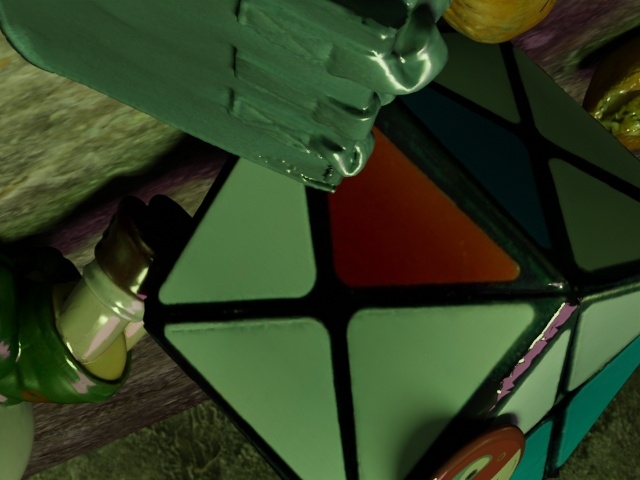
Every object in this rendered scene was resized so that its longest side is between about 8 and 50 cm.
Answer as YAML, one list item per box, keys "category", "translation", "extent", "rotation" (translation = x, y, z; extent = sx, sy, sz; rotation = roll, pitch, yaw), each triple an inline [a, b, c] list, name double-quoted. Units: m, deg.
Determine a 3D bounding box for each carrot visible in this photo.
- category: "carrot"
  translation: [0.093, -0.173, 0.910]
  extent: [0.078, 0.078, 0.298]
  rotation: [-24, 167, -3]

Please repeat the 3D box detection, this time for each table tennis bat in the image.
- category: "table tennis bat"
  translation: [0.093, 0.156, 1.136]
  extent: [0.098, 0.019, 0.154]
  rotation: [-45, 153, -1]

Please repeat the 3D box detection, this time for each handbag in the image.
- category: "handbag"
  translation: [-0.039, -0.092, 0.692]
  extent: [0.229, 0.179, 0.062]
  rotation: [105, 11, -78]

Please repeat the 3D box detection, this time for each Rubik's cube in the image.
- category: "Rubik's cube"
  translation: [0.075, 0.026, 1.226]
  extent: [0.246, 0.250, 0.248]
  rotation: [-12, 143, -55]

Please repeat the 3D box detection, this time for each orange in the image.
- category: "orange"
  translation: [0.299, -0.130, 1.558]
  extent: [0.170, 0.112, 0.160]
  rotation: [6, 171, -22]

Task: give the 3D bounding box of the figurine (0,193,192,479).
- category: "figurine"
  translation: [-0.241, 0.099, 1.329]
  extent: [0.370, 0.167, 0.281]
  rotation: [-36, 172, 17]
